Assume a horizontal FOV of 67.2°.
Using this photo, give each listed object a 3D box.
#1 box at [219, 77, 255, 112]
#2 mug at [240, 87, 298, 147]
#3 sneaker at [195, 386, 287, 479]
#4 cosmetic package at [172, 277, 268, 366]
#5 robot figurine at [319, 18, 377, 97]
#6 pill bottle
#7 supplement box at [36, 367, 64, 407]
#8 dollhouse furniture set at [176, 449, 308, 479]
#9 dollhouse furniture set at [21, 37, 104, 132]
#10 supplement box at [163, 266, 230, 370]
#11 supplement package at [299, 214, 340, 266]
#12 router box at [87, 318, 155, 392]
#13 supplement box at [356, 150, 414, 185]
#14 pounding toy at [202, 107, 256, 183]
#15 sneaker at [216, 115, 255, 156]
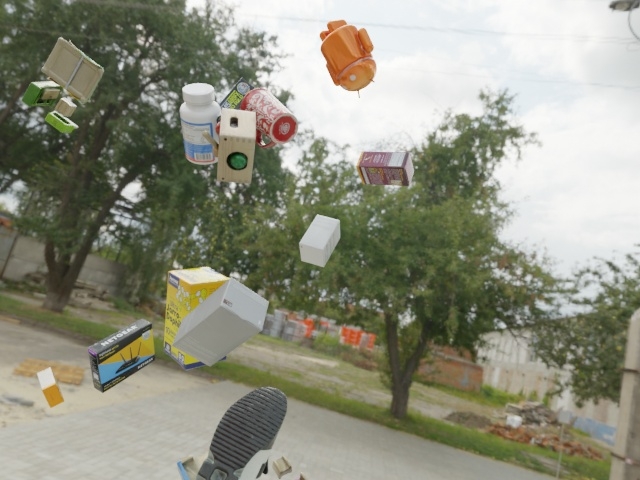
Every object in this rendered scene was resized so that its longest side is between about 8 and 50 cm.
[{"bbox_3d":[-0.338,-0.425,1.715,0.060,0.216,0.270,36,-19,-8],"label":"box"},{"bbox_3d":[-0.137,-0.339,1.384,0.169,0.113,0.150,46,-18,41],"label":"mug"},{"bbox_3d":[-0.175,0.471,1.020,0.122,0.331,0.146,22,-31,22],"label":"sneaker"},{"bbox_3d":[-0.253,0.211,1.217,0.127,0.107,0.238,39,-58,-23],"label":"cosmetic package"},{"bbox_3d":[0.083,-0.531,1.398,0.158,0.220,0.128,-29,-2,15],"label":"robot figurine"},{"bbox_3d":[-0.362,-0.356,1.471,0.124,0.124,0.222,13,-51,10],"label":"pill bottle"},{"bbox_3d":[-0.714,0.388,1.273,0.036,0.062,0.098,-25,27,-30],"label":"supplement box"},{"bbox_3d":[-0.227,0.723,1.403,0.286,0.198,0.303,-20,41,-31],"label":"dollhouse furniture set"},{"bbox_3d":[-0.947,-0.590,1.834,0.197,0.302,0.151,38,15,-8],"label":"dollhouse furniture set"},{"bbox_3d":[-0.503,0.310,1.971,0.195,0.357,0.194,-4,15,-44],"label":"supplement box"},{"bbox_3d":[0.000,0.000,1.941,0.105,0.179,0.105,16,-41,18],"label":"supplement package"},{"bbox_3d":[-0.551,0.318,1.343,0.046,0.133,0.179,16,27,28],"label":"router box"},{"bbox_3d":[0.241,-0.267,1.787,0.188,0.081,0.104,6,-32,26],"label":"supplement box"},{"bbox_3d":[-0.186,-0.194,0.983,0.100,0.141,0.130,4,-48,-11],"label":"pounding toy"},{"bbox_3d":[-0.257,-0.306,1.454,0.077,0.072,0.178,31,-31,42],"label":"sneaker"}]
